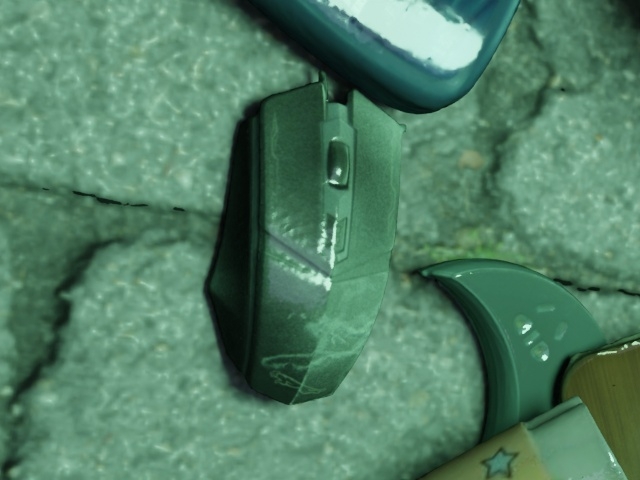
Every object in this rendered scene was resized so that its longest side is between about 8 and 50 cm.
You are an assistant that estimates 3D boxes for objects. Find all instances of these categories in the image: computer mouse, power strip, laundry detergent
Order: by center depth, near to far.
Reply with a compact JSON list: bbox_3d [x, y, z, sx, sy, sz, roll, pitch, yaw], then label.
[{"bbox_3d":[-0.006,-0.207,1.107,0.290,0.094,0.143,30,82,-20],"label":"laundry detergent"},{"bbox_3d":[-0.001,0.000,1.141,0.126,0.071,0.231,10,91,-21],"label":"computer mouse"},{"bbox_3d":[0.138,0.140,1.214,0.167,0.054,0.253,1,94,-19],"label":"power strip"}]

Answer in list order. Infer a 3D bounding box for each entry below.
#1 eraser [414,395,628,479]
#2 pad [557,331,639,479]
[{"bbox_3d":[0.087,0.243,1.119,0.290,0.087,0.171,-30,73,4],"label":"eraser"},{"bbox_3d":[0.335,0.180,1.212,0.284,0.018,0.286,-16,102,-1],"label":"pad"}]
